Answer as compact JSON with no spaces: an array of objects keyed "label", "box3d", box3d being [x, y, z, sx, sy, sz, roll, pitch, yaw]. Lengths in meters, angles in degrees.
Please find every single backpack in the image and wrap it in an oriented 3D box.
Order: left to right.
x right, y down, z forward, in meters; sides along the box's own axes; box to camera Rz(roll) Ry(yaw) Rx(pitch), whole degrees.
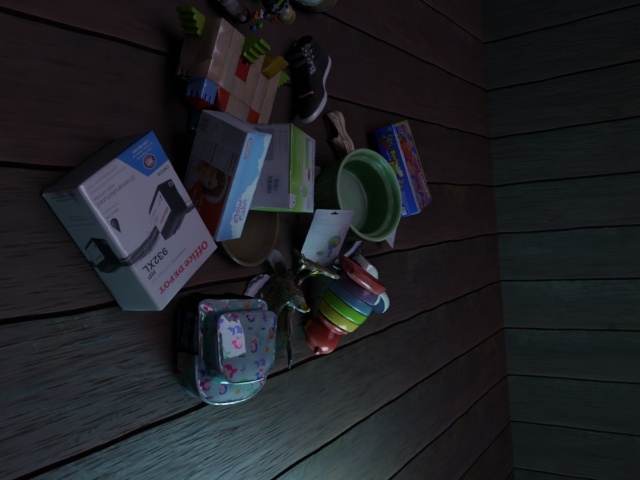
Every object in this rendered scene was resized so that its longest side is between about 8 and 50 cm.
[{"label":"backpack","box3d":[-0.223,0.262,1.396,0.225,0.191,0.254,6,91,-44]}]

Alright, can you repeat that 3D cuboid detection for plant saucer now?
[{"label":"plant saucer","box3d":[-0.204,-0.068,1.568,0.278,0.041,0.278,8,81,-58]}]

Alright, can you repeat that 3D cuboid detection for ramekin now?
[{"label":"ramekin","box3d":[0.114,-0.137,1.913,0.303,0.148,0.304,9,76,-41]}]

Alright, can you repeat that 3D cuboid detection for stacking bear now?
[{"label":"stacking bear","box3d":[0.056,0.216,1.785,0.164,0.175,0.289,34,95,-15]}]

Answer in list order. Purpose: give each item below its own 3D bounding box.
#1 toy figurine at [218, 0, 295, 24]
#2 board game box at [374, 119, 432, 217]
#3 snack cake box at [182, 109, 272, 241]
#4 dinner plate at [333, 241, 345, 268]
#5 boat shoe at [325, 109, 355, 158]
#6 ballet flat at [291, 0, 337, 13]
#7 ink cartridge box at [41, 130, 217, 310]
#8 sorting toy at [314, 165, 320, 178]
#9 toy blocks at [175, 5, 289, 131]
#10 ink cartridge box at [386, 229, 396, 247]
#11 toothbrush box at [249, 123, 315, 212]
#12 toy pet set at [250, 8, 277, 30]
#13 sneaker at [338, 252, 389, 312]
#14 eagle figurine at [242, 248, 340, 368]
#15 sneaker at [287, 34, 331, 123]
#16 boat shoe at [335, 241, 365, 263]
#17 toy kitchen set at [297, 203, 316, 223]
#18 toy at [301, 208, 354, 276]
[{"label":"toy figurine","box3d":[-0.165,-0.683,1.550,0.148,0.213,0.210,9,82,-72]},{"label":"board game box","box3d":[0.329,-0.288,2.292,0.233,0.078,0.347,-36,109,-62]},{"label":"snack cake box","box3d":[-0.228,-0.150,1.352,0.089,0.152,0.264,-10,126,-56]},{"label":"dinner plate","box3d":[0.057,0.026,1.981,0.141,0.017,0.141,9,79,-57]},{"label":"boat shoe","box3d":[0.058,-0.346,1.988,0.072,0.068,0.190,-29,101,-41]},{"label":"ballet flat","box3d":[-0.085,-0.823,1.702,0.483,0.164,0.182,42,16,-44]},{"label":"ink cartridge box","box3d":[-0.383,-0.037,1.224,0.223,0.129,0.308,-55,131,-43]},{"label":"sorting toy","box3d":[-0.042,-0.200,1.836,0.083,0.044,0.075,0,94,-57]},{"label":"toy blocks","box3d":[-0.235,-0.367,1.463,0.381,0.190,0.261,22,82,-64]},{"label":"ink cartridge box","box3d":[0.219,-0.138,2.203,0.275,0.060,0.239,46,51,-45]},{"label":"toothbrush box","box3d":[-0.098,-0.177,1.504,0.283,0.122,0.206,-5,97,-81]},{"label":"toy pet set","box3d":[-0.176,-0.685,1.682,0.122,0.065,0.114,-44,157,-46]},{"label":"sneaker","box3d":[0.132,0.181,2.009,0.148,0.131,0.350,-42,144,-9]},{"label":"eagle figurine","box3d":[-0.103,0.177,1.619,0.226,0.225,0.298,32,90,-6]},{"label":"sneaker","box3d":[-0.050,-0.506,1.802,0.147,0.104,0.296,42,48,-44]},{"label":"boat shoe","box3d":[0.100,0.052,1.970,0.183,0.065,0.083,-41,122,-49]},{"label":"toy kitchen set","box3d":[-0.019,-0.094,1.817,0.075,0.083,0.068,-19,103,-55]},{"label":"toy","box3d":[0.000,0.000,1.776,0.136,0.056,0.237,0,120,-33]}]
